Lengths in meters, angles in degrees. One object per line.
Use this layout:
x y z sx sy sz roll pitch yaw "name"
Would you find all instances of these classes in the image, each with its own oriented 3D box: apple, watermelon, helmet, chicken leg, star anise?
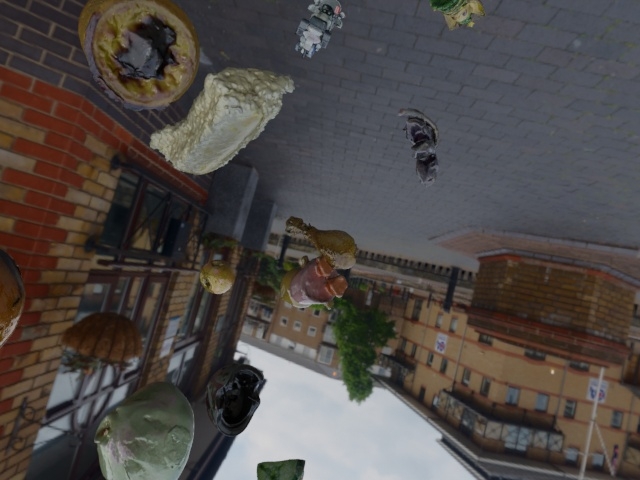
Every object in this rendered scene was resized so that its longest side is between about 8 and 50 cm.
-0.413 0.145 1.686 0.147 0.146 0.146 15 175 1 "apple"
-0.109 0.633 1.084 0.121 0.097 0.158 5 145 -8 "watermelon"
-0.241 0.407 1.097 0.107 0.176 0.153 9 175 34 "helmet"
0.001 -0.003 1.216 0.252 0.107 0.087 28 139 19 "chicken leg"
0.260 -0.244 1.056 0.081 0.230 0.262 -5 145 22 "star anise"

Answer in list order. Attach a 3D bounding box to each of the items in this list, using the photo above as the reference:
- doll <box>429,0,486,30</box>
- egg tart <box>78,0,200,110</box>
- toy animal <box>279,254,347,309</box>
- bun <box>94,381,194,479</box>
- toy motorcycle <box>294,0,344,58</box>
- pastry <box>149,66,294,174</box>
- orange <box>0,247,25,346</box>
0.266 -0.464 0.805 0.113 0.076 0.078 1 177 -44 "doll"
-0.354 -0.373 0.801 0.171 0.215 0.215 40 -170 34 "egg tart"
-0.040 0.151 1.398 0.169 0.195 0.281 -27 -178 -25 "toy animal"
-0.476 0.512 1.079 0.293 0.293 0.187 10 167 42 "bun"
-0.005 -0.552 1.080 0.102 0.150 0.221 27 -149 -10 "toy motorcycle"
-0.162 -0.171 0.627 0.122 0.089 0.259 1 162 -45 "pastry"
-0.620 0.101 0.669 0.246 0.245 0.246 15 175 1 "orange"
